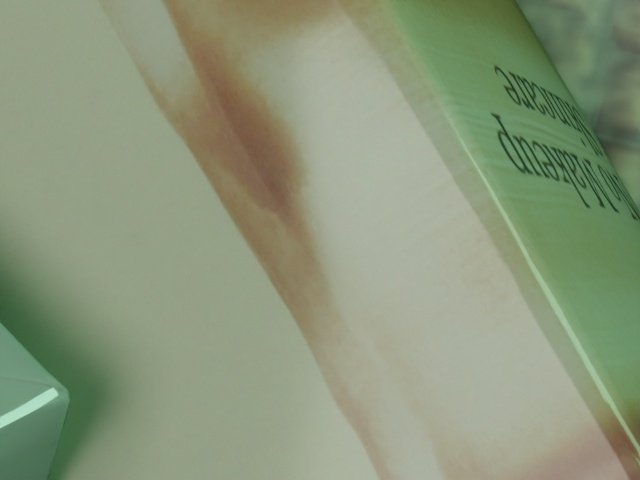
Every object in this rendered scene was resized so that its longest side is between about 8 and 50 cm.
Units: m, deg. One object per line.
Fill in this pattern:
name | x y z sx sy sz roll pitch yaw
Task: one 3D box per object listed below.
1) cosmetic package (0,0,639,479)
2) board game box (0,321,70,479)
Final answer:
cosmetic package | 0.000 0.000 0.455 0.129 0.153 0.296 -32 77 17
board game box | -0.194 0.071 0.479 0.224 0.097 0.303 44 140 19
